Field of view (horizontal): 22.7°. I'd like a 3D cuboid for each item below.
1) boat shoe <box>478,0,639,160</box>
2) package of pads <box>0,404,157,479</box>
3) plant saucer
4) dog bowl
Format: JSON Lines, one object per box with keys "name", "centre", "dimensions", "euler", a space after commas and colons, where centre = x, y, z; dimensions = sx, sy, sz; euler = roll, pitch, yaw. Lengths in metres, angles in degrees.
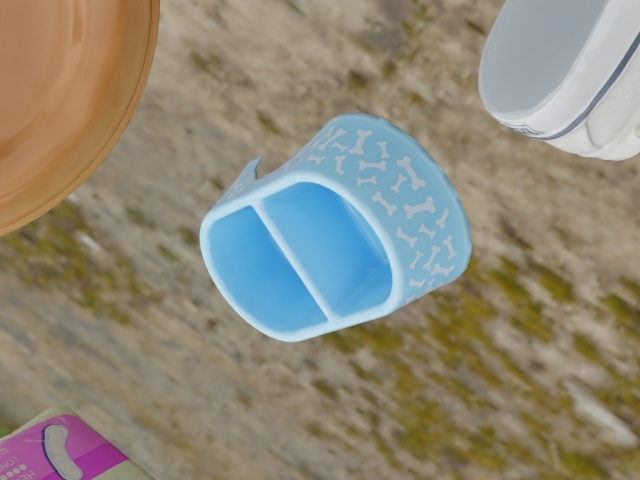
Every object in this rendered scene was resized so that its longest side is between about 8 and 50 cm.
{"name": "boat shoe", "centre": [0.256, -0.204, 0.982], "dimensions": [0.156, 0.367, 0.136], "euler": [21, -165, -34]}
{"name": "package of pads", "centre": [-0.144, 0.220, 0.741], "dimensions": [0.229, 0.296, 0.101], "euler": [36, 126, 19]}
{"name": "plant saucer", "centre": [-0.153, -0.086, 0.596], "dimensions": [0.200, 0.200, 0.037], "euler": [47, 175, -29]}
{"name": "dog bowl", "centre": [0.000, 0.000, 1.336], "dimensions": [0.166, 0.074, 0.297], "euler": [57, 147, -8]}
